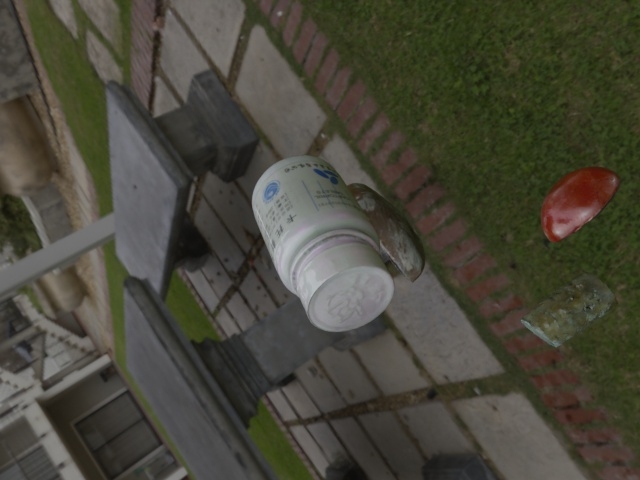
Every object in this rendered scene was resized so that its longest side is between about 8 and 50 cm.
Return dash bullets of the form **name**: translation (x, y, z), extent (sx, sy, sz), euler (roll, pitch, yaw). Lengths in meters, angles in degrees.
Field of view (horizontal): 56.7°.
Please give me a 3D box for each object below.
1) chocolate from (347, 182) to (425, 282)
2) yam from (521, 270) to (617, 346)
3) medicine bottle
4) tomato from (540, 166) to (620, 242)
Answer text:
- **chocolate**: translation (0.150, -0.031, 1.293), extent (0.254, 0.080, 0.157), euler (50, -172, -18)
- **yam**: translation (0.566, 0.164, 1.361), extent (0.107, 0.194, 0.107), euler (55, 178, 3)
- **medicine bottle**: translation (0.000, 0.000, 0.955), extent (0.293, 0.170, 0.170), euler (-118, 16, -46)
- **tomato**: translation (0.521, -0.085, 1.232), extent (0.082, 0.174, 0.166), euler (44, 145, -7)
